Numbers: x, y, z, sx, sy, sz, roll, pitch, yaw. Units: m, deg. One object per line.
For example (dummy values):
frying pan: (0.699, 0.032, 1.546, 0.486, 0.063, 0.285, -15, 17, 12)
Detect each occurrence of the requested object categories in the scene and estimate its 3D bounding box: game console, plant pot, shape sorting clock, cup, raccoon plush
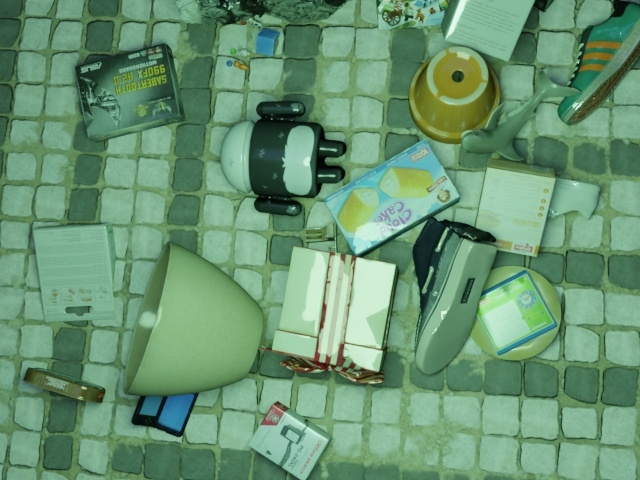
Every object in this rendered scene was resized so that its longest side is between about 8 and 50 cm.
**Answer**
game console: (-0.350, 0.372, 1.830, 0.071, 0.107, 0.122, 18, 85, 37)
plant pot: (0.294, -0.330, 1.766, 0.205, 0.188, 0.205, -1, 84, 7)
shape sorting clock: (0.419, 0.158, 1.772, 0.206, 0.040, 0.206, -1, 85, 13)
cup: (-0.261, 0.192, 1.741, 0.237, 0.331, 0.331, 17, 86, -17)
raccoon plush: (-0.113, -0.671, 1.817, 0.446, 0.216, 0.299, -5, 77, -10)

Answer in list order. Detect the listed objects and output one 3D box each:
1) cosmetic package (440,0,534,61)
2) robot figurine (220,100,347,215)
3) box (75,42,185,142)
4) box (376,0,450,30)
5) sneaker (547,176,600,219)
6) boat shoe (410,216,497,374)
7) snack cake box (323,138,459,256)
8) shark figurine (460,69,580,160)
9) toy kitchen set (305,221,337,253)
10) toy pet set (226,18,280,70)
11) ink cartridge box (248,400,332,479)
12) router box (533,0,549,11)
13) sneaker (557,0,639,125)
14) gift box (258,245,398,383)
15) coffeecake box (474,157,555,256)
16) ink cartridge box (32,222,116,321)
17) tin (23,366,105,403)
cosmetic package: (0.363, -0.509, 1.743, 0.151, 0.151, 0.183, 19, 116, -4)
robot figurine: (-0.084, -0.183, 1.808, 0.278, 0.173, 0.209, 4, 61, 7)
box: (-0.452, -0.350, 1.926, 0.231, 0.056, 0.183, -12, 82, 6)
box: (0.241, -0.569, 1.834, 0.233, 0.044, 0.159, -4, 115, 7)
sneaker: (0.499, -0.096, 1.778, 0.212, 0.080, 0.094, 12, 97, 7)
boat shoe: (0.257, 0.111, 1.773, 0.158, 0.127, 0.340, 36, 110, 47)
snack cake box: (0.159, -0.089, 1.807, 0.264, 0.089, 0.152, -30, 80, 3)
shark figurine: (0.423, -0.237, 1.764, 0.278, 0.166, 0.116, -35, 72, -12)
toy kitchen set: (0.000, 0.000, 1.819, 0.075, 0.083, 0.068, -3, 83, 7)
toy pet set: (-0.159, -0.462, 1.898, 0.114, 0.065, 0.122, 16, 86, 8)
ink cartridge box: (-0.065, 0.442, 1.789, 0.150, 0.063, 0.109, 30, 88, 9)
router box: (0.511, -0.715, 1.836, 0.243, 0.081, 0.309, 40, 90, 9)
sneaker: (0.607, -0.394, 1.787, 0.121, 0.108, 0.302, 40, 93, 25)
gift box: (0.026, 0.159, 1.709, 0.255, 0.276, 0.258, 9, 86, 13)
coffeecake box: (0.413, -0.071, 1.742, 0.142, 0.068, 0.185, 10, 117, 8)
ink cartridge box: (-0.570, 0.074, 1.908, 0.181, 0.056, 0.224, -3, 102, 6)
tin: (-0.581, 0.328, 1.842, 0.190, 0.106, 0.040, 16, 86, 8)
